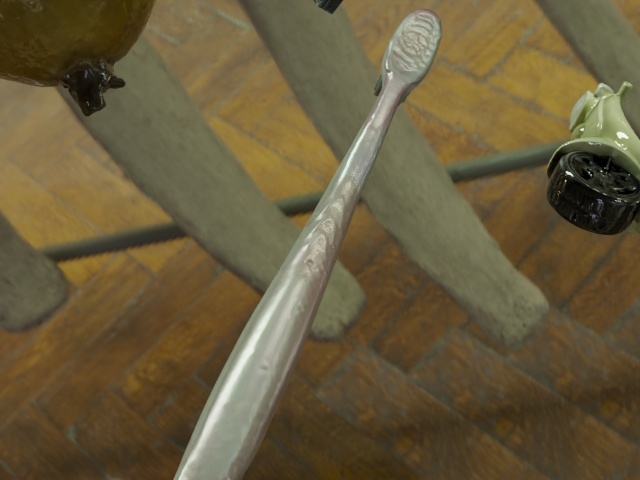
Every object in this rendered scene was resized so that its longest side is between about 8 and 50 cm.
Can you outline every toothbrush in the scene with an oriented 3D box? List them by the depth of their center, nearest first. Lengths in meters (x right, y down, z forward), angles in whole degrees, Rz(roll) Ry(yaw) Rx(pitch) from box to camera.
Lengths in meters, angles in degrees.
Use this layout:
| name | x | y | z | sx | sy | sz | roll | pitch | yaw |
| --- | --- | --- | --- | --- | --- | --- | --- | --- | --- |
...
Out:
| name | x | y | z | sx | sy | sz | roll | pitch | yaw |
| --- | --- | --- | --- | --- | --- | --- | --- | --- | --- |
| toothbrush | 0.000 | 0.000 | 0.500 | 0.025 | 0.029 | 0.307 | 27 | 52 | -1 |

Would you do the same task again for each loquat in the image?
| name | x | y | z | sx | sy | sz | roll | pitch | yaw |
| --- | --- | --- | --- | --- | --- | --- | --- | --- | --- |
| loquat | -0.222 | -0.214 | 0.936 | 0.213 | 0.213 | 0.246 | -23 | 86 | 6 |

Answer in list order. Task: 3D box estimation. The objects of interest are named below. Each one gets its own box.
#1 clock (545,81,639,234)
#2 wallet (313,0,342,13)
| name | x | y | z | sx | sy | sz | roll | pitch | yaw |
| --- | --- | --- | --- | --- | --- | --- | --- | --- | --- |
| clock | 0.432 | -0.075 | 1.409 | 0.379 | 0.120 | 0.276 | 14 | 33 | -15 |
| wallet | 0.051 | -0.317 | 0.987 | 0.232 | 0.025 | 0.119 | -49 | 46 | 24 |
